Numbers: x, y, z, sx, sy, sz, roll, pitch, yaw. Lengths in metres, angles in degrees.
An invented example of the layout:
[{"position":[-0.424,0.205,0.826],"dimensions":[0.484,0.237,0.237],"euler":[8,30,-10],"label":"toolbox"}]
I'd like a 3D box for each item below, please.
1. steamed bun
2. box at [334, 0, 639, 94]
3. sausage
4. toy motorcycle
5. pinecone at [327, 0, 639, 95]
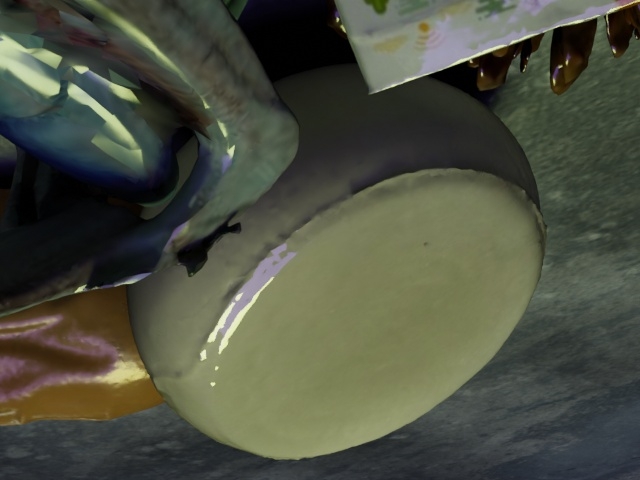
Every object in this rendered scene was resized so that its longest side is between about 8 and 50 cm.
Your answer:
[{"position":[0.000,0.000,0.691],"dimensions":[0.232,0.145,0.232],"euler":[-19,139,-18],"label":"steamed bun"},{"position":[0.033,-0.163,0.351],"dimensions":[0.122,0.220,0.032],"euler":[-17,-168,18],"label":"box"},{"position":[-0.187,0.037,0.753],"dimensions":[0.241,0.136,0.120],"euler":[2,159,-8],"label":"sausage"},{"position":[-0.139,-0.087,0.405],"dimensions":[0.182,0.241,0.319],"euler":[-19,150,36],"label":"toy motorcycle"},{"position":[0.059,-0.130,0.458],"dimensions":[0.174,0.173,0.173],"euler":[-6,153,-3],"label":"pinecone"}]
